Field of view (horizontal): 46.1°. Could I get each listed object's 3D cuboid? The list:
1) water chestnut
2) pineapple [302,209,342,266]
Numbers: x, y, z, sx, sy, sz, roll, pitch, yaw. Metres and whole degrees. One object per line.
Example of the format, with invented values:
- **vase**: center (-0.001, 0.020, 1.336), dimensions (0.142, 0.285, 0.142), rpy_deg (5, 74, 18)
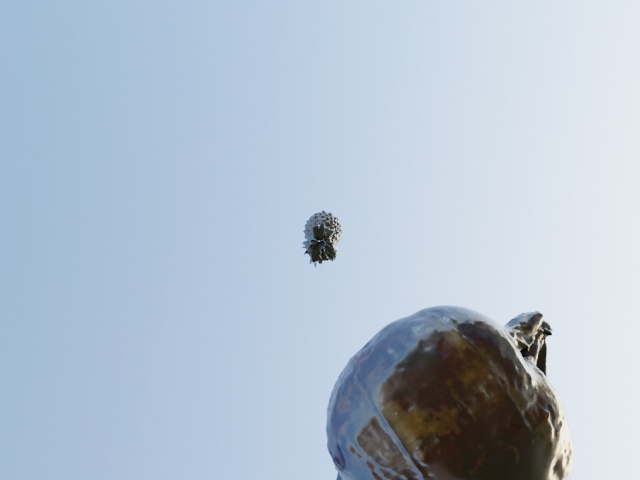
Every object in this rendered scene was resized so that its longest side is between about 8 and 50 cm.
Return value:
- **water chestnut**: center (0.139, 0.189, 0.814), dimensions (0.289, 0.289, 0.244), rpy_deg (30, -134, -21)
- **pineapple**: center (0.000, 0.000, 1.315), dimensions (0.074, 0.159, 0.074), rpy_deg (1, -72, 3)
